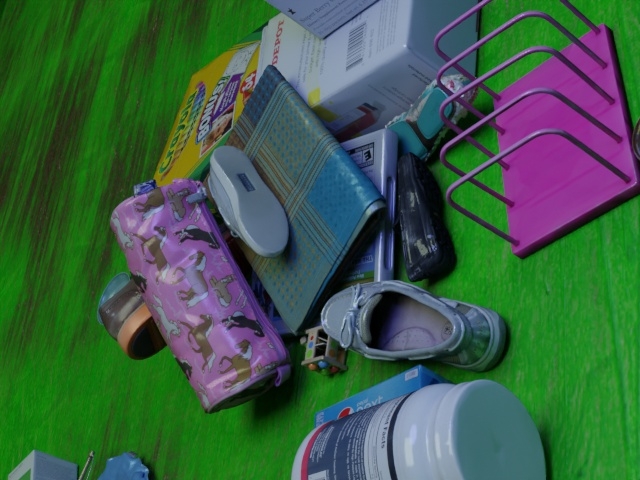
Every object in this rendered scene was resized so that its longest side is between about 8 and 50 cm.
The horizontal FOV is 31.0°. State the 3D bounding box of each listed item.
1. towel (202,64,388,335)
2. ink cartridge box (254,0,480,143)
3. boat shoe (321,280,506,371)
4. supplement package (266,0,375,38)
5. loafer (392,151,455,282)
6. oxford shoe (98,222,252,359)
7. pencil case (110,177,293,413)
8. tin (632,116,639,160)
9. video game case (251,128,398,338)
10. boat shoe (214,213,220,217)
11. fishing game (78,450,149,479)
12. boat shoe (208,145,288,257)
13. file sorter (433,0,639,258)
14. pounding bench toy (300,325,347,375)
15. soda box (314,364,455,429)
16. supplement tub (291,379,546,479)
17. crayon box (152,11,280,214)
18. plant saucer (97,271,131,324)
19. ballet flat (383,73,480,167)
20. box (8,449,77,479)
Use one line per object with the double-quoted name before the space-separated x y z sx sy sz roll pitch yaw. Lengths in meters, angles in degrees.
"towel" -0.052 -0.071 1.839 0.271 0.040 0.370 -57 48 26
"ink cartridge box" 0.071 -0.311 1.927 0.385 0.160 0.279 -24 49 43
"boat shoe" 0.106 0.112 1.588 0.320 0.103 0.118 11 84 50
"supplement package" -0.043 -0.486 1.796 0.177 0.293 0.175 -29 44 40
"loafer" 0.139 -0.037 1.707 0.078 0.076 0.223 -31 46 26
"oxford shoe" -0.233 0.041 2.017 0.364 0.130 0.133 -41 56 -14
"pencil case" -0.190 0.086 1.846 0.386 0.160 0.167 62 150 13
"tin" 0.462 -0.141 1.378 0.190 0.040 0.106 -16 58 48
"video game case" 0.000 0.000 1.854 0.329 0.036 0.299 -14 68 49
"boat shoe" -0.169 -0.078 2.195 0.142 0.040 0.049 -23 48 45
"fishing game" -0.360 0.469 2.053 0.264 0.041 0.189 11 75 48
"boat shoe" -0.118 -0.049 1.836 0.227 0.079 0.081 61 148 32
"file sorter" 0.271 -0.170 1.527 0.202 0.182 0.290 -33 42 36
"pounding bench toy" -0.001 0.174 1.764 0.083 0.052 0.065 -21 50 46
"soda box" 0.085 0.244 1.575 0.210 0.071 0.067 -30 43 39
"supplement tub" 0.114 0.283 1.395 0.272 0.191 0.191 -27 46 42
"crayon box" -0.167 -0.229 2.205 0.313 0.106 0.363 -26 38 42
"plant saucer" -0.425 0.125 2.415 0.119 0.021 0.119 -34 41 36
"ballet flat" 0.170 -0.180 1.767 0.077 0.091 0.241 -30 -4 -31
"box" -0.538 0.477 2.232 0.101 0.102 0.087 -44 34 27
